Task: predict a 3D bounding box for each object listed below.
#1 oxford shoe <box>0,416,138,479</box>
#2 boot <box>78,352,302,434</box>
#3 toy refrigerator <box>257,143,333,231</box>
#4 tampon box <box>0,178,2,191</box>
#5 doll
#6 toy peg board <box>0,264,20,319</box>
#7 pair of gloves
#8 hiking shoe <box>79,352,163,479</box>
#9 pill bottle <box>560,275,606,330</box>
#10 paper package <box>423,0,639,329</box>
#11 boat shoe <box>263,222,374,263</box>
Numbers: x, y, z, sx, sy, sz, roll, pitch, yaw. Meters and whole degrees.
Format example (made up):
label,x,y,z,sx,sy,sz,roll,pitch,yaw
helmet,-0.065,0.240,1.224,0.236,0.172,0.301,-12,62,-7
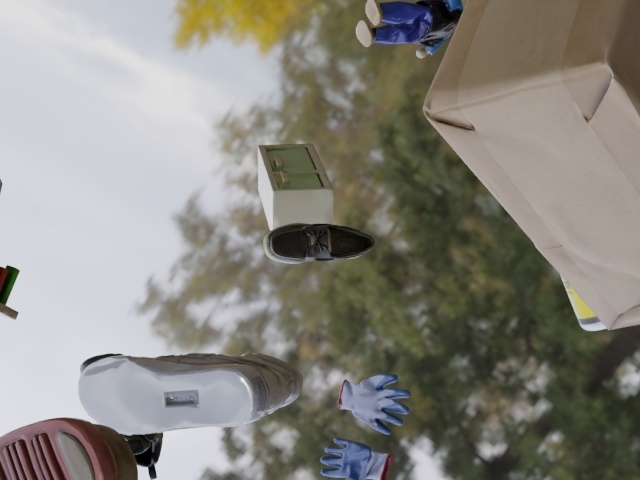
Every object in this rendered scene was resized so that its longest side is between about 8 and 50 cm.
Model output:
label,x,y,z,sx,sy,sz,roll,pitch,yaw
oxford shoe,-0.197,0.221,1.102,0.130,0.348,0.123,-8,-116,-36
boot,-0.149,0.177,1.717,0.258,0.095,0.123,1,-178,29
toy refrigerator,-0.045,-0.091,2.495,0.102,0.094,0.269,-2,-160,-7
tampon box,-0.487,-0.029,1.922,0.101,0.161,0.120,9,163,-2
doll,0.146,-0.304,2.014,0.189,0.129,0.046,-6,-132,-31
toy peg board,-0.562,0.050,2.291,0.161,0.079,0.160,16,169,17
pair of gloves,0.068,0.300,2.270,0.023,0.198,0.159,22,167,-37
hiking shoe,-0.284,0.258,2.173,0.227,0.086,0.114,61,-173,-45
pill bottle,0.337,0.010,1.805,0.103,0.103,0.184,-34,-78,-78
paper package,0.270,-0.141,1.159,0.168,0.325,0.309,-9,137,43
boat shoe,0.000,0.000,1.918,0.152,0.056,0.049,-5,174,-29
